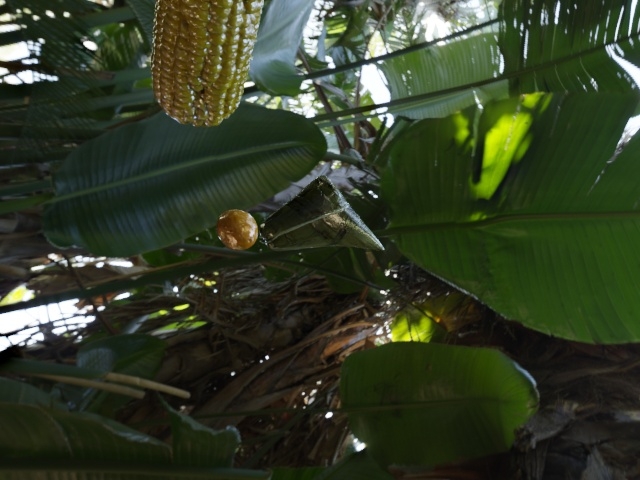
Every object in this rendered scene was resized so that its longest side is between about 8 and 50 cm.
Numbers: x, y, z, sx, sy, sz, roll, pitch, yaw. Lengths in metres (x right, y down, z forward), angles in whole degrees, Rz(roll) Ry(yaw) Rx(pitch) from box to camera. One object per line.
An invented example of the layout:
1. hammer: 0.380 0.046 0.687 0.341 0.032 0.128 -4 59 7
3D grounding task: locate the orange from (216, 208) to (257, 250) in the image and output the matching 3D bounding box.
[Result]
1. orange: -0.157 -0.020 0.800 0.083 0.070 0.083 23 -43 23

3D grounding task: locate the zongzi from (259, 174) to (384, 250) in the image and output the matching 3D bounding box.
1. zongzi: 0.000 0.000 0.467 0.104 0.052 0.113 -40 -84 -7

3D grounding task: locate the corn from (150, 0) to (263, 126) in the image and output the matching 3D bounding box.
1. corn: -0.143 -0.266 0.522 0.130 0.130 0.347 56 -30 12
